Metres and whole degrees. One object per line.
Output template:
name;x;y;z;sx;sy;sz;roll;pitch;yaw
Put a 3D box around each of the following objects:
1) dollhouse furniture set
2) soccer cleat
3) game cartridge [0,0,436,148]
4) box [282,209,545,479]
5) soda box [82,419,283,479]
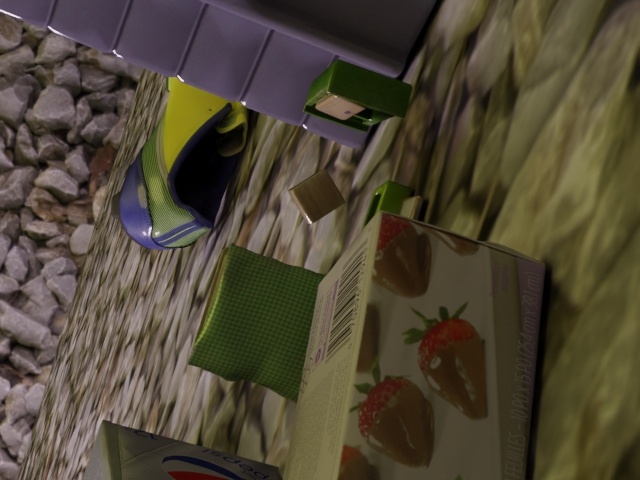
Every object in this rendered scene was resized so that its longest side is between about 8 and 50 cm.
dollhouse furniture set;0.000;0.000;0.624;0.058;0.076;0.151;171;117;-77
soccer cleat;-0.094;-0.120;1.240;0.121;0.093;0.289;-8;55;42
game cartridge;-0.016;-0.222;0.654;0.068;0.230;0.355;-88;20;-50
box;0.011;0.146;0.396;0.067;0.063;0.324;125;160;-57
soda box;-0.101;0.241;0.665;0.091;0.098;0.286;-130;60;-73
